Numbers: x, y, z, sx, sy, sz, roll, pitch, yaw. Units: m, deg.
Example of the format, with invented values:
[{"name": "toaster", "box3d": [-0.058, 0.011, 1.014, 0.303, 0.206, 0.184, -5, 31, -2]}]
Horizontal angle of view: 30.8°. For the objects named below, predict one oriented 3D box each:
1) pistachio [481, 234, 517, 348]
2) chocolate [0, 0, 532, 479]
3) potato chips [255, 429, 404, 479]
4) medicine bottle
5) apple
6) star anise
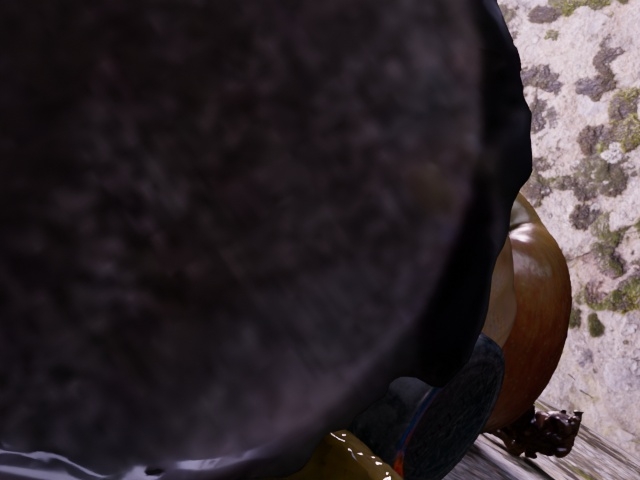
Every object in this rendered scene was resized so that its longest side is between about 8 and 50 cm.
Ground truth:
[{"name": "pistachio", "box3d": [0.000, 0.000, 0.900, 0.321, 0.229, 0.238, 28, 41, 13]}, {"name": "chocolate", "box3d": [-0.095, -0.052, 0.474, 0.303, 0.303, 0.213, 32, -15, -17]}, {"name": "potato chips", "box3d": [-0.036, 0.085, 0.535, 0.080, 0.057, 0.407, 35, 0, -45]}, {"name": "medicine bottle", "box3d": [-0.034, 0.030, 0.690, 0.293, 0.141, 0.141, 34, 3, 31]}, {"name": "apple", "box3d": [0.124, 0.043, 1.194, 0.277, 0.250, 0.309, 31, 5, -42]}, {"name": "star anise", "box3d": [0.215, 0.206, 1.317, 0.191, 0.070, 0.097, 30, -24, -25]}]
